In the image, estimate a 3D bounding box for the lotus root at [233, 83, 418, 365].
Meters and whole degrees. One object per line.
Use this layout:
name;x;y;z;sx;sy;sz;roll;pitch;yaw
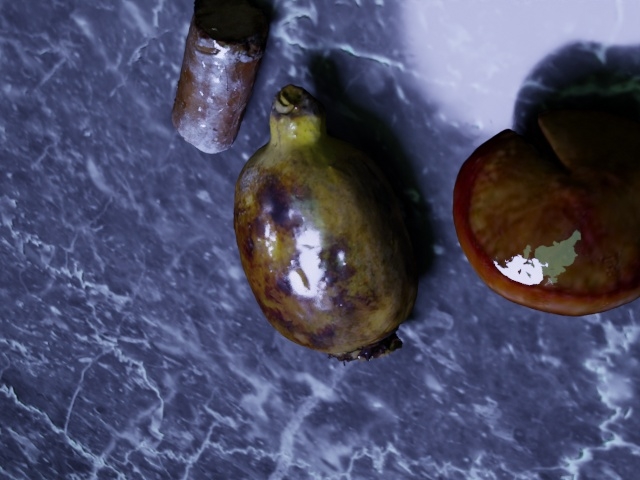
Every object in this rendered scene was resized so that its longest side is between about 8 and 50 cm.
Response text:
lotus root;0.000;0.000;1.049;0.169;0.141;0.314;-4;120;28

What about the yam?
yam;-0.099;-0.159;1.035;0.079;0.079;0.141;31;136;8

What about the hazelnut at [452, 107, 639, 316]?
hazelnut;0.216;-0.019;0.897;0.204;0.178;0.178;-17;117;5
